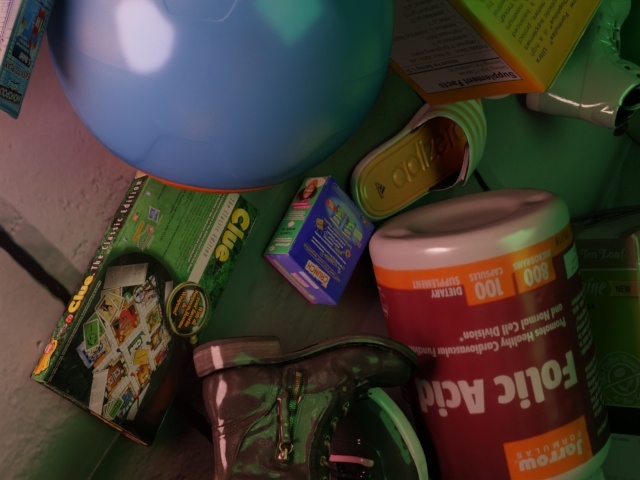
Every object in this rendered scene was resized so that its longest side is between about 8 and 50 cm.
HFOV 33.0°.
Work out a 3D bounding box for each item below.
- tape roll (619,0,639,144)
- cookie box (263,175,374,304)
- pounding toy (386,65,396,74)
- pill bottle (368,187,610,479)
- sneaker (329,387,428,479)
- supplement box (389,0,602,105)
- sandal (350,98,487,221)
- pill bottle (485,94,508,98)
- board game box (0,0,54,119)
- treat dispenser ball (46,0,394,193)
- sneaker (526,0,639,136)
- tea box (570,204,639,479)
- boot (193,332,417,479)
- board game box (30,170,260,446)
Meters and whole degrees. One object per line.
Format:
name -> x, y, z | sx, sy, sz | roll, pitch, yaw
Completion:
tape roll -> 0.551, -0.304, 1.698 | 0.321, 0.077, 0.321 | 4, 85, -45
cookie box -> 0.000, 0.000, 1.153 | 0.092, 0.040, 0.107 | 47, 57, -33
pounding toy -> 0.064, -0.275, 1.193 | 0.206, 0.094, 0.181 | -27, 107, -43
pill bottle -> 0.200, 0.156, 1.216 | 0.224, 0.224, 0.392 | -25, 106, -43
sneaker -> 0.038, 0.295, 1.130 | 0.147, 0.104, 0.296 | -28, 112, -48
supplement box -> 0.095, -0.320, 1.050 | 0.356, 0.194, 0.195 | 40, 73, -25
sandal -> 0.140, -0.100, 1.274 | 0.265, 0.076, 0.102 | -41, 116, -38
pill bottle -> 0.230, -0.268, 1.335 | 0.108, 0.108, 0.193 | 50, 48, -31
board game box -> -0.272, -0.190, 0.789 | 0.060, 0.194, 0.194 | 53, 39, -82
treat dispenser ball -> -0.082, -0.183, 0.905 | 0.288, 0.288, 0.288 | 3, 86, -45
sneaker -> 0.406, -0.244, 1.483 | 0.256, 0.151, 0.094 | -51, 151, -28
tea box -> 0.419, 0.125, 1.441 | 0.329, 0.220, 0.324 | -14, 97, -45
boot -> -0.009, 0.208, 1.022 | 0.263, 0.091, 0.229 | 2, 69, -29
board game box -> -0.155, 0.045, 1.006 | 0.136, 0.030, 0.260 | 41, 61, -34
